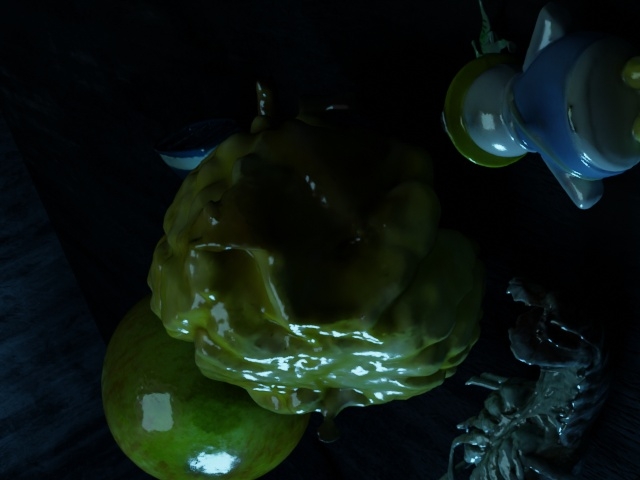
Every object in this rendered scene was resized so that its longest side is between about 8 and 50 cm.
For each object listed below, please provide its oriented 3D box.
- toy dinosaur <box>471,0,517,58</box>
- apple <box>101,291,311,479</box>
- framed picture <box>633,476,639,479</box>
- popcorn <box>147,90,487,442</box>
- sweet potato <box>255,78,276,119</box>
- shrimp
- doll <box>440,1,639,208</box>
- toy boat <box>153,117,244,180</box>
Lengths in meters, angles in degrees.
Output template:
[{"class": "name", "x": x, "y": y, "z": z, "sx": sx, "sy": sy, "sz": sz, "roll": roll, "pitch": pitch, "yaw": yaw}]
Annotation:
[{"class": "toy dinosaur", "x": 0.141, "y": -0.172, "z": 0.921, "sx": 0.083, "sy": 0.021, "sz": 0.062, "roll": 67, "pitch": 171, "yaw": -17}, {"class": "apple", "x": -0.171, "y": 0.212, "z": 1.691, "sx": 0.339, "sy": 0.339, "sz": 0.340, "roll": 48, "pitch": 155, "yaw": 31}, {"class": "framed picture", "x": 0.390, "y": 0.286, "z": 0.930, "sx": 0.192, "sy": 0.018, "sz": 0.265, "roll": 59, "pitch": 158, "yaw": 3}, {"class": "popcorn", "x": 0.000, "y": 0.000, "z": 1.111, "sx": 0.349, "sy": 0.348, "sz": 0.382, "roll": 110, "pitch": 166, "yaw": -63}, {"class": "sweet potato", "x": -0.057, "y": -0.123, "z": 1.399, "sx": 0.044, "sy": 0.044, "sz": 0.179, "roll": 19, "pitch": 133, "yaw": 60}, {"class": "shrimp", "x": 0.199, "y": 0.195, "z": 1.078, "sx": 0.411, "sy": 0.165, "sz": 0.221, "roll": 110, "pitch": 162, "yaw": -46}, {"class": "doll", "x": 0.174, "y": -0.102, "z": 0.829, "sx": 0.135, "sy": 0.099, "sz": 0.241, "roll": 45, "pitch": 167, "yaw": -22}, {"class": "toy boat", "x": -0.182, "y": -0.132, "z": 1.604, "sx": 0.062, "sy": 0.096, "sz": 0.299, "roll": 58, "pitch": 163, "yaw": -17}]
